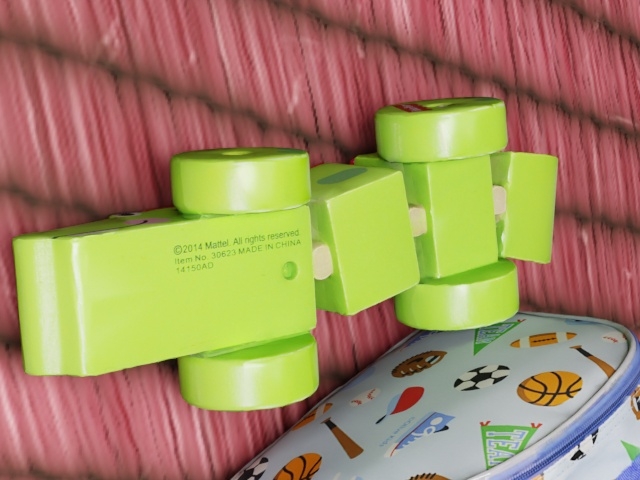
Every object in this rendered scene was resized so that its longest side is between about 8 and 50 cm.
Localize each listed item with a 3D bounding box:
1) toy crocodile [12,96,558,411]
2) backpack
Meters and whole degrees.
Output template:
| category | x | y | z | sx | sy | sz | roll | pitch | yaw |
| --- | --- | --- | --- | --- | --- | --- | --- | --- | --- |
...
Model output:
| category | x | y | z | sx | sy | sz | roll | pitch | yaw |
| --- | --- | --- | --- | --- | --- | --- | --- | --- | --- |
| toy crocodile | 0.000 | 0.000 | 0.742 | 0.340 | 0.105 | 0.115 | -16 | 105 | -38 |
| backpack | 0.103 | 0.155 | 0.731 | 0.276 | 0.263 | 0.213 | -40 | 120 | -34 |
